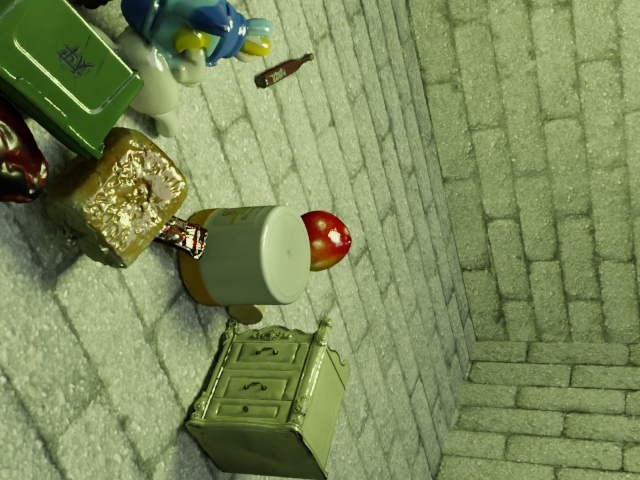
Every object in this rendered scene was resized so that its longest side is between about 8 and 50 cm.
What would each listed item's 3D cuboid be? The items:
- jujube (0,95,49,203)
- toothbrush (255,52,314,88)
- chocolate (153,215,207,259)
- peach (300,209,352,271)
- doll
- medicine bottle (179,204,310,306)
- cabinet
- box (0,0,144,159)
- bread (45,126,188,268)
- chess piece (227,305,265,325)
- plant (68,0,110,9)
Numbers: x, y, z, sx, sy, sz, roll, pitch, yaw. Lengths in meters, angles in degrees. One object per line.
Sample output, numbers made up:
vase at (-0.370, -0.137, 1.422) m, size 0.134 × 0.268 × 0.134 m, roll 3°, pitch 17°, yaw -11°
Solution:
jujube at (-0.519, -0.140, 1.125) m, size 0.236 × 0.168 × 0.168 m, roll 47°, pitch 47°, yaw -57°
toothbrush at (-0.095, -0.510, 2.144) m, size 0.364 × 0.041 × 0.040 m, roll -48°, pitch 130°, yaw -55°
chocolate at (-0.326, -0.023, 1.575) m, size 0.183 × 0.028 × 0.086 m, roll 27°, pitch 60°, yaw -27°
peach at (0.000, 0.000, 2.112) m, size 0.197 × 0.198 × 0.197 m, roll 11°, pitch 78°, yaw -63°
doll at (-0.294, -0.392, 1.438) m, size 0.187 × 0.366 × 0.376 m, roll 59°, pitch 8°, yaw 11°
medicine bottle at (-0.173, 0.036, 1.715) m, size 0.238 × 0.232 × 0.237 m, roll -3°, pitch 90°, yaw -65°
cabinet at (-0.109, 0.370, 1.751) m, size 0.227 × 0.290 × 0.317 m, roll 65°, pitch 31°, yaw -41°
box at (-0.447, -0.302, 1.134) m, size 0.177 × 0.253 × 0.328 m, roll -50°, pitch 145°, yaw -9°
bread at (-0.395, -0.074, 1.350) m, size 0.195 × 0.176 × 0.246 m, roll 54°, pitch 55°, yaw -32°
chess piece at (-0.177, 0.125, 1.879) m, size 0.170 × 0.094 × 0.094 m, roll -79°, pitch 152°, yaw -43°
plant at (-0.428, -0.513, 1.375) m, size 0.203 × 0.143 × 0.131 m, roll -36°, pitch 110°, yaw -49°
